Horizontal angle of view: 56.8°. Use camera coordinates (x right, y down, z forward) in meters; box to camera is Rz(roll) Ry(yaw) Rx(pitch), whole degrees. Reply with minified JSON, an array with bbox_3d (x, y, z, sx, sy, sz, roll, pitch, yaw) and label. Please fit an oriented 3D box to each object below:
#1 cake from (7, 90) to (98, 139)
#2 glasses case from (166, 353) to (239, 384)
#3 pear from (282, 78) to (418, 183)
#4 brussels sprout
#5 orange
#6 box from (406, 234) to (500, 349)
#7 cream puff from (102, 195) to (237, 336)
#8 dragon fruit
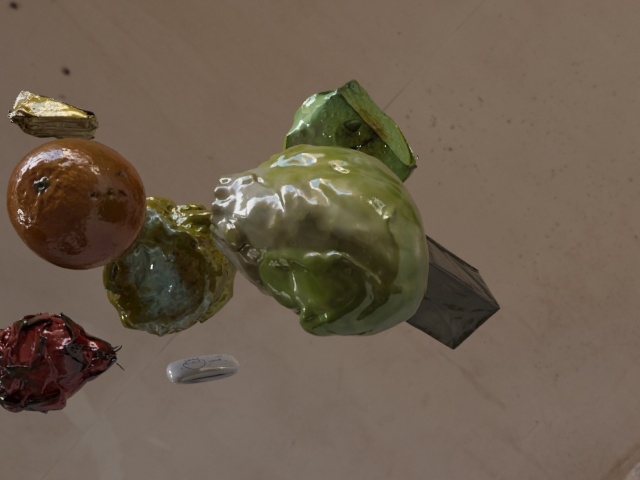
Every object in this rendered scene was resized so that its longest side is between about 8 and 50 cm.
[{"bbox_3d":[-0.611,-0.286,1.363,0.079,0.185,0.116,100,155,-43],"label":"cake"},{"bbox_3d":[-0.313,0.344,1.584,0.076,0.197,0.049,39,123,49],"label":"glasses case"},{"bbox_3d":[0.046,-0.205,1.407,0.282,0.286,0.176,-41,9,26],"label":"pear"},{"bbox_3d":[0.011,-0.002,0.831,0.274,0.317,0.242,-36,-30,-50],"label":"brussels sprout"},{"bbox_3d":[-0.355,-0.054,0.870,0.206,0.206,0.206,-47,8,8],"label":"orange"},{"bbox_3d":[0.241,0.103,1.298,0.155,0.231,0.148,-47,26,21],"label":"box"},{"bbox_3d":[-0.374,0.048,1.536,0.378,0.378,0.275,-46,-3,14],"label":"cream puff"},{"bbox_3d":[-0.589,0.277,1.316,0.234,0.293,0.233,-168,90,-76],"label":"dragon fruit"}]
